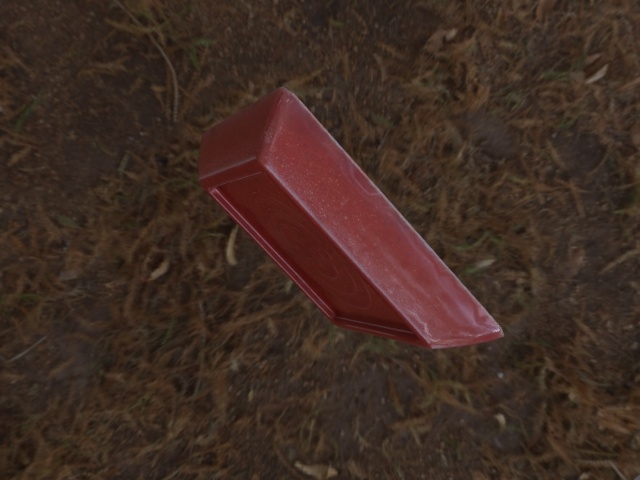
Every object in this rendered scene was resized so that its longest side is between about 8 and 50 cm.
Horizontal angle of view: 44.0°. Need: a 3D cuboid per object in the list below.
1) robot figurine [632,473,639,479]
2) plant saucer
[{"bbox_3d":[0.558,0.436,1.167,0.173,0.209,0.278,-49,126,0],"label":"robot figurine"},{"bbox_3d":[0.000,0.000,0.690,0.259,0.258,0.048,46,74,-15],"label":"plant saucer"}]
